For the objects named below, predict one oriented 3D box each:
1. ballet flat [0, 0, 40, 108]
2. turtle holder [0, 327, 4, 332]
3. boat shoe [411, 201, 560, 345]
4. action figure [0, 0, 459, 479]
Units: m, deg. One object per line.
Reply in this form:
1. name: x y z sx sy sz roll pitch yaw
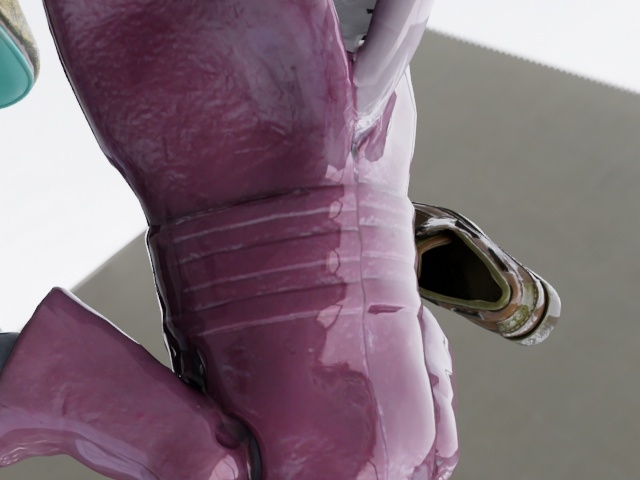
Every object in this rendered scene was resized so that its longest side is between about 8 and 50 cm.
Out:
1. ballet flat: -0.344 -0.249 1.283 0.123 0.348 0.123 -8 -124 13
2. turtle holder: -0.387 0.032 1.313 0.227 0.320 0.243 137 -41 -64
3. boat shoe: 0.140 0.016 1.735 0.307 0.104 0.110 26 -90 45
4. action figure: 0.000 0.000 0.559 0.248 0.370 0.276 -3 171 -41
